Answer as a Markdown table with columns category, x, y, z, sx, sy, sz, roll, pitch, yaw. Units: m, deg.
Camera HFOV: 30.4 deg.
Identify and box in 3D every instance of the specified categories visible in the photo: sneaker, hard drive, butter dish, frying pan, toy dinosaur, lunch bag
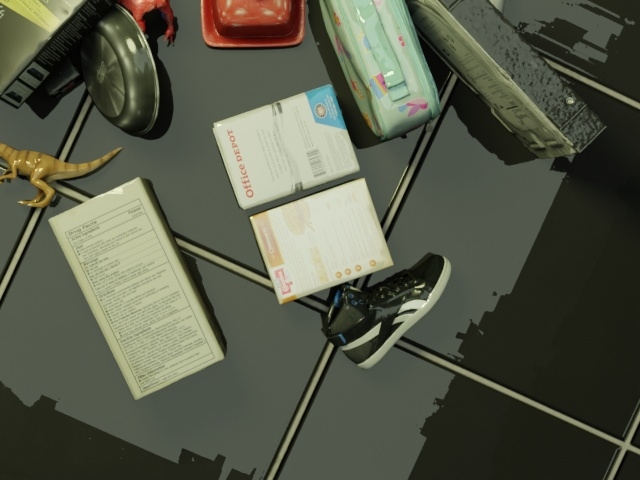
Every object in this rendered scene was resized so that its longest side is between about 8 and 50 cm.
| category | x | y | z | sx | sy | sz | roll | pitch | yaw |
| --- | --- | --- | --- | --- | --- | --- | --- | --- | --- |
| sneaker | 0.095 | 0.085 | 1.800 | 0.121 | 0.079 | 0.217 | 40 | 90 | -20 |
| hard drive | 0.255 | -0.261 | 1.735 | 0.064 | 0.237 | 0.339 | -45 | 95 | -1 |
| butter dish | -0.100 | -0.375 | 1.764 | 0.160 | 0.118 | 0.160 | -1 | 93 | -4 |
| frying pan | -0.319 | -0.309 | 1.716 | 0.053 | 0.197 | 0.326 | -22 | 95 | -33 |
| toy dinosaur | -0.415 | -0.105 | 1.778 | 0.211 | 0.064 | 0.112 | 9 | 90 | -5 |
| lunch bag | 0.088 | -0.280 | 1.728 | 0.108 | 0.224 | 0.279 | -23 | 93 | -3 |

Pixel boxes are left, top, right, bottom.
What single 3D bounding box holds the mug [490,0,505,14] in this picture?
| category | x | y | z | sx | sy | sz | roll | pitch | yaw |
| --- | --- | --- | --- | --- | --- | --- | --- | --- | --- |
| mug | 0.253 | -0.379 | 1.820 | 0.078 | 0.062 | 0.064 | 20 | 82 | -11 |

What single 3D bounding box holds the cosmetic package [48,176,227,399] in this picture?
| category | x | y | z | sx | sy | sz | roll | pitch | yaw |
| --- | --- | --- | --- | --- | --- | --- | --- | --- | --- |
| cosmetic package | -0.268 | 0.068 | 1.762 | 0.153 | 0.129 | 0.296 | -24 | 94 | -2 |

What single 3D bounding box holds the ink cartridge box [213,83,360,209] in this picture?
| category | x | y | z | sx | sy | sz | roll | pitch | yaw |
| --- | --- | --- | --- | --- | --- | --- | --- | --- | --- |
| ink cartridge box | -0.053 | -0.140 | 1.793 | 0.190 | 0.082 | 0.140 | -19 | 93 | -2 |

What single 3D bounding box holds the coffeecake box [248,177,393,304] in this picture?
| category | x | y | z | sx | sy | sz | roll | pitch | yaw |
| --- | --- | --- | --- | --- | --- | --- | --- | --- | --- |
| coffeecake box | 0.000 | 0.000 | 1.808 | 0.185 | 0.068 | 0.142 | -19 | 93 | -3 |

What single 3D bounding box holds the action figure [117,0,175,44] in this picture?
| category | x | y | z | sx | sy | sz | roll | pitch | yaw |
| --- | --- | --- | --- | --- | --- | --- | --- | --- | --- |
| action figure | -0.257 | -0.412 | 1.775 | 0.091 | 0.139 | 0.280 | 7 | 69 | -2 |

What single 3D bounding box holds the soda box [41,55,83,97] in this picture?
| category | x | y | z | sx | sy | sz | roll | pitch | yaw |
| --- | --- | --- | --- | --- | --- | --- | --- | --- | --- |
| soda box | -0.431 | -0.300 | 1.775 | 0.060 | 0.053 | 0.169 | -35 | 93 | -2 |

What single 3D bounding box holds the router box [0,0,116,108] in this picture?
| category | x | y | z | sx | sy | sz | roll | pitch | yaw |
| --- | --- | --- | --- | --- | --- | --- | --- | --- | --- |
| router box | -0.463 | -0.378 | 1.657 | 0.309 | 0.081 | 0.243 | 43 | 91 | 9 |
